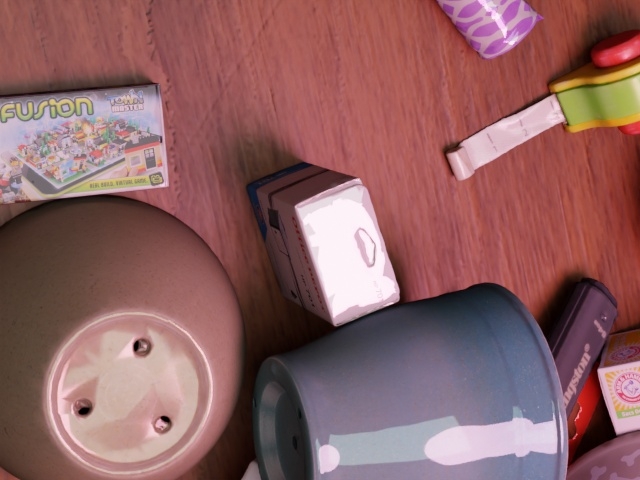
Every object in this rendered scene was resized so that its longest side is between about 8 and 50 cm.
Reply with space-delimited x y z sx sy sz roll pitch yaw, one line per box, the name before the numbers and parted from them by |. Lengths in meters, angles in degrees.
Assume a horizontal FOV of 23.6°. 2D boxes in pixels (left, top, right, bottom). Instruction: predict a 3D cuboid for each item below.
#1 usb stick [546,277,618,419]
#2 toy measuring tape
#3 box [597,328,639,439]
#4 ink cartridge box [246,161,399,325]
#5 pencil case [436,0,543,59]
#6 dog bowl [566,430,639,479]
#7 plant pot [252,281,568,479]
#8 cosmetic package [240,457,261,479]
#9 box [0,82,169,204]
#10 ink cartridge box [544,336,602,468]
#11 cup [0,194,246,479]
usb stick | 0.268 0.171 1.767 0.077 0.045 0.278 43 65 -30
toy measuring tape | 0.304 -0.153 1.749 0.330 0.121 0.121 -27 105 -11
box | 0.437 0.156 1.789 0.203 0.114 0.103 -14 104 21
ink cartridge box | 0.000 0.000 1.638 0.082 0.191 0.139 -21 103 -13
pencil case | 0.158 -0.299 1.701 0.088 0.086 0.206 -48 111 -30
dog bowl | 0.417 0.390 1.782 0.349 0.102 0.348 4 116 9
plant pot | 0.075 0.190 1.578 0.255 0.272 0.271 -5 100 -22
cosmetic package | 0.017 0.321 1.685 0.231 0.117 0.085 27 96 10
box | -0.269 -0.102 1.623 0.207 0.036 0.114 -7 100 -16
ink cartridge box | 0.225 0.196 1.809 0.232 0.066 0.189 24 91 -14
cup | -0.215 0.129 1.570 0.331 0.237 0.331 -2 98 -16
